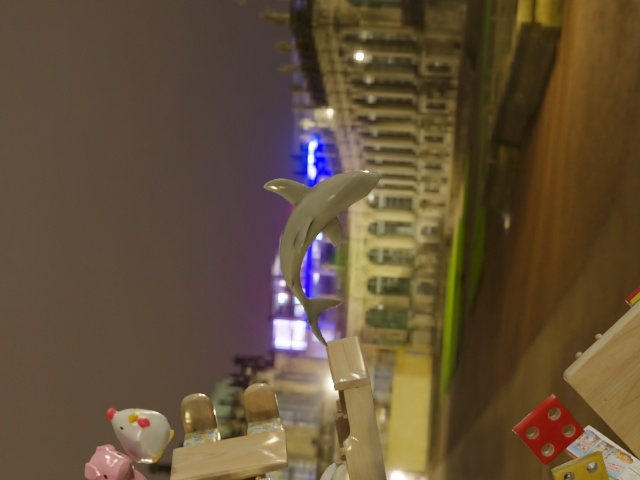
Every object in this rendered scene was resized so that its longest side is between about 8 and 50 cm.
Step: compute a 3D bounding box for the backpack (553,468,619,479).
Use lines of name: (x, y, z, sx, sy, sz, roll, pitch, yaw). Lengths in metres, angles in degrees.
backpack: (0.440, 0.423, 1.619, 0.152, 0.182, 0.115, 30, -87, -47)

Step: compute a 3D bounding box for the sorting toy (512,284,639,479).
sorting toy: (0.287, 0.117, 0.943, 0.274, 0.132, 0.046, -44, 19, 1)

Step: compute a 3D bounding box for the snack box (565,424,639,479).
snack box: (0.505, 0.387, 1.855, 0.178, 0.064, 0.022, 35, 158, 51)

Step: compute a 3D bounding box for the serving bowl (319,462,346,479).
serving bowl: (0.016, 0.444, 1.970, 0.083, 0.027, 0.083, -47, -34, -47)

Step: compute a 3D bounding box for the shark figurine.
shark figurine: (-0.022, 0.017, 1.636, 0.116, 0.166, 0.278, -90, 14, -66)

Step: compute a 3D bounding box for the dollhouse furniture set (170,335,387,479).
dollhouse furniture set: (-0.091, 0.364, 2.026, 0.362, 0.394, 0.256, -102, 3, -69)

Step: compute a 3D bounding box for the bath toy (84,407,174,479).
bath toy: (-0.384, 0.434, 1.914, 0.151, 0.129, 0.348, -38, 18, 47)
